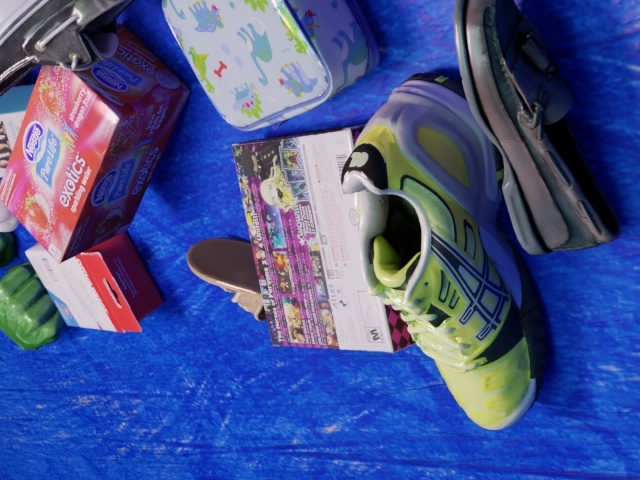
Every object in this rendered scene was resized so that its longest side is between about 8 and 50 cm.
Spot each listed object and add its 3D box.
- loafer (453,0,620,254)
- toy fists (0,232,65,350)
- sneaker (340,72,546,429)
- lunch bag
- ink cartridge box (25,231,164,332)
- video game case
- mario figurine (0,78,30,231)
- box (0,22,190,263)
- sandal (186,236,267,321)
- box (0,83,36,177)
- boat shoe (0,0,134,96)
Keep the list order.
[{"bbox_3d":[0.186,-0.102,1.198,0.084,0.096,0.267,0,131,31],"label":"loafer"},{"bbox_3d":[-0.511,0.053,2.298,0.279,0.096,0.142,50,160,2],"label":"toy fists"},{"bbox_3d":[0.106,0.035,1.373,0.145,0.147,0.384,13,133,46],"label":"sneaker"},{"bbox_3d":[-0.050,-0.202,1.397,0.219,0.090,0.176,-15,108,58],"label":"lunch bag"},{"bbox_3d":[-0.309,0.052,2.029,0.231,0.078,0.134,1,123,54],"label":"ink cartridge box"},{"bbox_3d":[0.000,0.000,1.514,0.210,0.042,0.232,-3,100,52],"label":"video game case"},{"bbox_3d":[-0.493,-0.127,1.998,0.198,0.170,0.320,17,156,-6],"label":"mario figurine"},{"bbox_3d":[-0.273,-0.113,1.707,0.128,0.123,0.257,45,133,15],"label":"box"},{"bbox_3d":[-0.065,0.065,1.697,0.240,0.088,0.079,15,127,40],"label":"sandal"},{"bbox_3d":[-0.415,-0.136,1.837,0.060,0.244,0.100,-99,1,-49],"label":"box"},{"bbox_3d":[-0.265,-0.234,1.519,0.335,0.121,0.119,-38,95,29],"label":"boat shoe"}]
